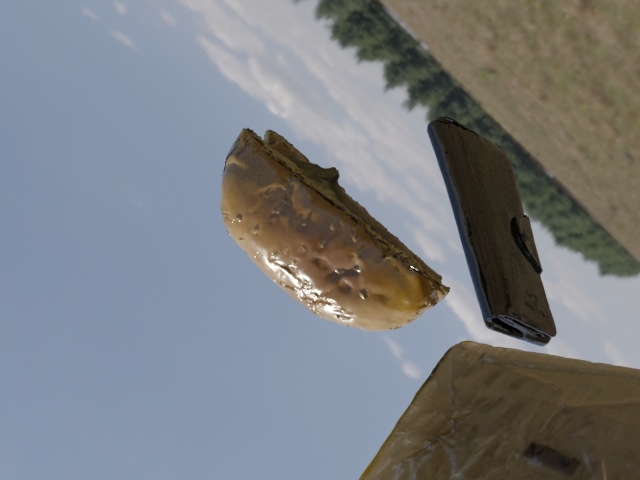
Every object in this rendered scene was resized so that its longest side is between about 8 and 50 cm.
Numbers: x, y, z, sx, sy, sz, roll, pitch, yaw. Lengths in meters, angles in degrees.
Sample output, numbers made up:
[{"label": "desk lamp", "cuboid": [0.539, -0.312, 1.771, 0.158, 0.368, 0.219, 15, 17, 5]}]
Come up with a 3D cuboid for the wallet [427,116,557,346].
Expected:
[{"label": "wallet", "cuboid": [0.241, -0.013, 1.340, 0.172, 0.045, 0.318, 21, -132, -42]}]

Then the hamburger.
[{"label": "hamburger", "cuboid": [0.000, 0.000, 0.985, 0.262, 0.131, 0.124, 41, -174, -4]}]

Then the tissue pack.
[{"label": "tissue pack", "cuboid": [0.256, 0.296, 0.868, 0.293, 0.228, 0.382, 5, 135, 47]}]
